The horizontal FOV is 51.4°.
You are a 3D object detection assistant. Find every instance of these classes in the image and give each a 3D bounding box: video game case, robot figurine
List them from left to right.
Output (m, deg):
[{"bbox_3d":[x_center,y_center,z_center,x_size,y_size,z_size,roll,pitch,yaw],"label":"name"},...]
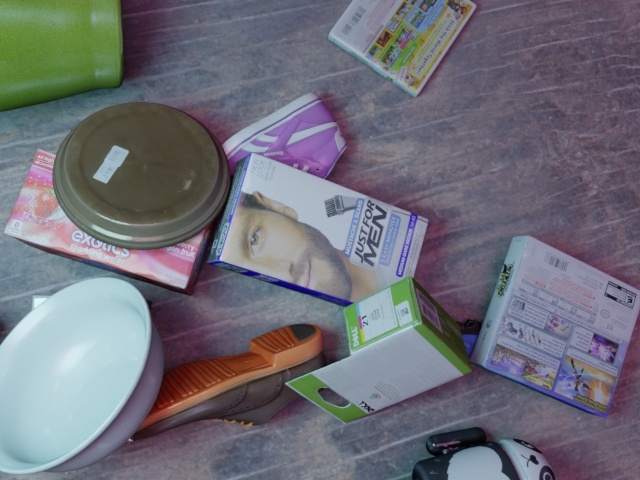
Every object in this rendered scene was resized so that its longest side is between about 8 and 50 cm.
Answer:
[{"bbox_3d":[0.160,-0.424,1.290,0.206,0.026,0.227,34,79,-1],"label":"video game case"},{"bbox_3d":[0.258,0.431,1.104,0.278,0.173,0.209,-12,83,-7],"label":"robot figurine"},{"bbox_3d":[0.427,0.155,1.195,0.269,0.061,0.244,24,79,-14],"label":"video game case"}]

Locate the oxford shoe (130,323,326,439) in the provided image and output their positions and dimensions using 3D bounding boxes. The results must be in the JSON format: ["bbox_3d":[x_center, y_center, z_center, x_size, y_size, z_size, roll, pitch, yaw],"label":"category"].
[{"bbox_3d":[-0.146,0.259,1.086,0.363,0.130,0.133,-18,108,-21],"label":"oxford shoe"}]

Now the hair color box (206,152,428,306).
[{"bbox_3d":[0.000,0.000,1.129,0.338,0.110,0.185,18,80,-18],"label":"hair color box"}]

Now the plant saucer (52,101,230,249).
[{"bbox_3d":[-0.281,-0.115,1.057,0.277,0.041,0.278,5,62,-10],"label":"plant saucer"}]

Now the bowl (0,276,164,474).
[{"bbox_3d":[-0.338,0.212,0.971,0.297,0.134,0.298,-16,48,18],"label":"bowl"}]

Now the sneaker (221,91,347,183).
[{"bbox_3d":[-0.079,-0.133,1.186,0.282,0.102,0.161,-33,90,-10],"label":"sneaker"}]

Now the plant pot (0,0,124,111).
[{"bbox_3d":[-0.505,-0.367,1.072,0.353,0.366,0.367,-4,82,-19],"label":"plant pot"}]

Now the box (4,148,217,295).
[{"bbox_3d":[-0.339,-0.025,1.119,0.300,0.142,0.154,18,79,-3],"label":"box"}]

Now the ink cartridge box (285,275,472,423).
[{"bbox_3d":[0.092,0.191,1.109,0.255,0.189,0.097,-28,43,21],"label":"ink cartridge box"}]

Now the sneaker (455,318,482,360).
[{"bbox_3d":[0.228,0.188,1.192,0.152,0.058,0.085,-16,90,-12],"label":"sneaker"}]

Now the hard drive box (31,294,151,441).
[{"bbox_3d":[-0.385,0.210,1.109,0.181,0.089,0.232,2,82,-6],"label":"hard drive box"}]
